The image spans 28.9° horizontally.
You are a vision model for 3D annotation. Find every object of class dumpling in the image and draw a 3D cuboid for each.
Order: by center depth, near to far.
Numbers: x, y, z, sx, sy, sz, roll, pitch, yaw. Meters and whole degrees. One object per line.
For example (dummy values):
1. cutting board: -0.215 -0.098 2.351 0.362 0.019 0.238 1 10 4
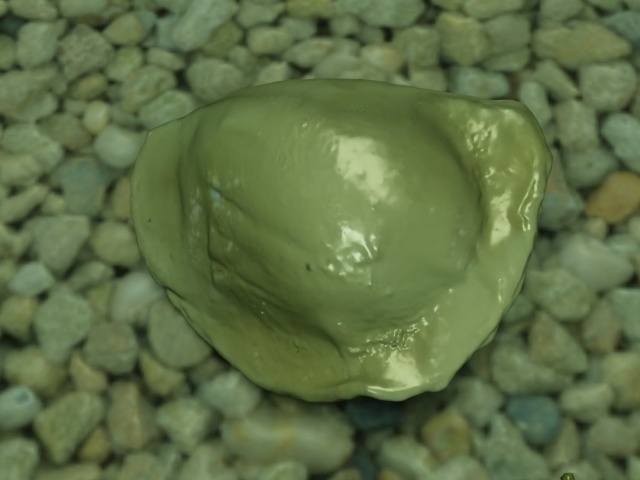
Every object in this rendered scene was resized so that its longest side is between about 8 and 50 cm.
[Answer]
1. dumpling: 0.000 0.000 0.697 0.252 0.131 0.179 2 88 16

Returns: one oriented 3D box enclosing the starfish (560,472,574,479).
1. starfish: 0.124 0.204 0.595 0.217 0.050 0.223 -3 45 -6
